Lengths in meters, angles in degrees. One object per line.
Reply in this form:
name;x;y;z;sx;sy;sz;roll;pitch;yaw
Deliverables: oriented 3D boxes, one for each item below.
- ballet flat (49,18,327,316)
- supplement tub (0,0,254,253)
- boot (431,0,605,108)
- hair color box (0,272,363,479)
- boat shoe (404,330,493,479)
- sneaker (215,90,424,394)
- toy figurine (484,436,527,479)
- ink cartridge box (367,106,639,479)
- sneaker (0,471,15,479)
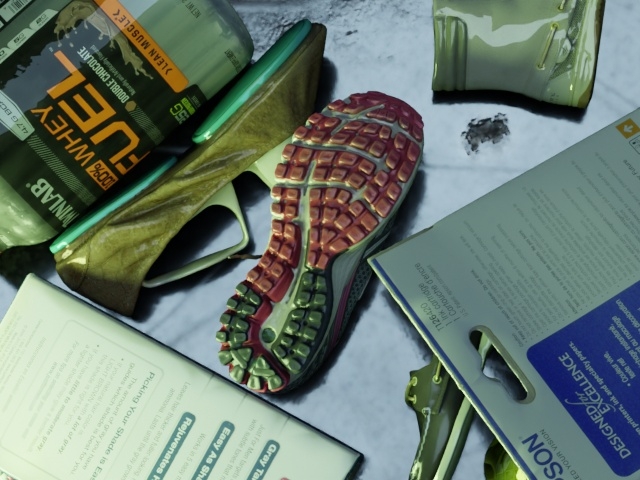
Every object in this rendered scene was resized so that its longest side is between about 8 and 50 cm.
ballet flat;-0.096;-0.055;1.720;0.342;0.116;0.124;-43;101;-2
supplement tub;-0.245;-0.140;1.685;0.338;0.207;0.207;-42;81;-2
boot;0.188;-0.238;1.735;0.165;0.077;0.213;6;85;7
hair color box;-0.152;0.189;1.681;0.347;0.105;0.174;28;85;8
boat shoe;0.116;0.128;1.687;0.069;0.081;0.228;17;76;8
sneaker;0.000;0.000;1.687;0.121;0.112;0.299;29;89;17
toy figurine;0.314;0.270;1.580;0.191;0.217;0.362;-41;82;-3
ink cartridge box;0.250;0.066;1.621;0.307;0.072;0.303;-30;64;-11
sneaker;-0.268;0.294;1.697;0.075;0.063;0.170;-43;77;-2
